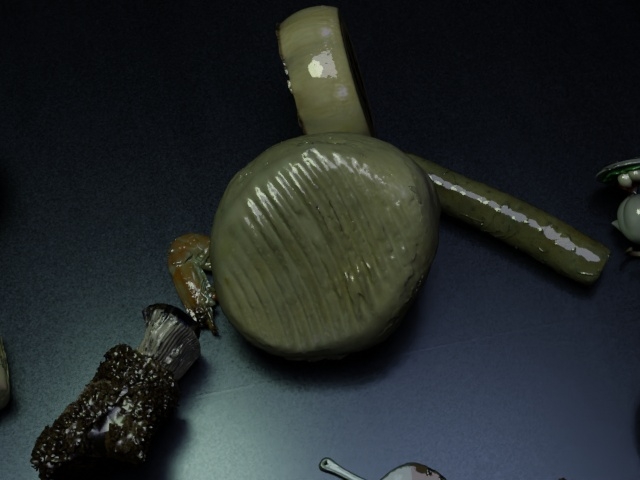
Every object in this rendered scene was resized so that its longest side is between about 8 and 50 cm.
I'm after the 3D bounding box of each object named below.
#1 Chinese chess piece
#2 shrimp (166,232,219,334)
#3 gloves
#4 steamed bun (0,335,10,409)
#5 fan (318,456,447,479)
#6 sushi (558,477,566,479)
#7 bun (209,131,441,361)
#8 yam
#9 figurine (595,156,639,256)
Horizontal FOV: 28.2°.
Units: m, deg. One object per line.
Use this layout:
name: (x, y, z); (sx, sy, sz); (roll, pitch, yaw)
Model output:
Chinese chess piece: (0.012, -0.245, 2.026); (0.104, 0.257, 0.257); (-16, 63, 8)
shrimp: (-0.184, 0.066, 1.999); (0.099, 0.041, 0.180); (-8, 61, -19)
gloves: (-0.280, 0.233, 1.816); (0.135, 0.210, 0.312); (41, 70, -5)
steamed bun: (-0.585, 0.186, 1.874); (0.239, 0.152, 0.170); (-9, 62, -7)
fan: (0.099, 0.373, 1.846); (0.227, 0.008, 0.152); (28, 67, 13)
sushi: (0.384, 0.501, 1.674); (0.234, 0.207, 0.348); (19, 74, -19)
bun: (0.000, 0.000, 1.902); (0.326, 0.234, 0.362); (37, 99, -12)
yam: (0.281, -0.040, 2.016); (0.371, 0.083, 0.083); (29, 67, 13)
figurine: (0.504, -0.044, 2.002); (0.132, 0.132, 0.153); (-4, 77, -1)
